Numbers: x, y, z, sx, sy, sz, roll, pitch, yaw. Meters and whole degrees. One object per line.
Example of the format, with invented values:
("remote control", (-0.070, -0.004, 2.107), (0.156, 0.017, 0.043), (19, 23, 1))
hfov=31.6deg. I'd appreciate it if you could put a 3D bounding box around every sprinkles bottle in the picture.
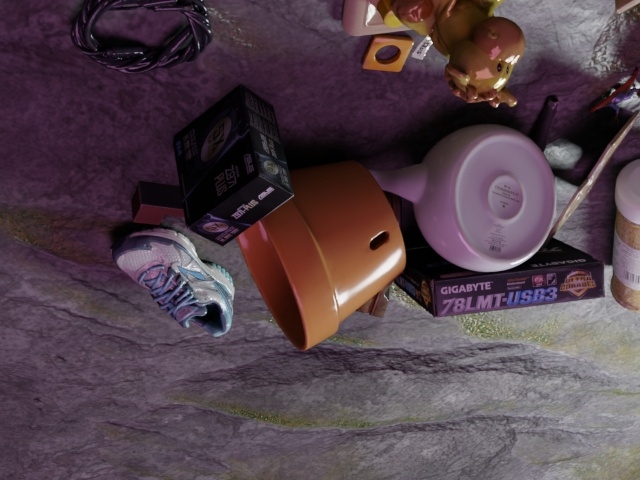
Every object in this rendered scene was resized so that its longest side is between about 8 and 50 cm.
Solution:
("sprinkles bottle", (0.600, -0.002, 2.083), (0.121, 0.121, 0.355), (-15, 145, 2))

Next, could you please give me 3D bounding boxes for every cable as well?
("cable", (-0.239, -0.282, 1.504), (0.185, 0.047, 0.150), (-12, 149, -7))

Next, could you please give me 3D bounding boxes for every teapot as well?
("teapot", (0.245, -0.067, 1.827), (0.252, 0.187, 0.256), (-37, 107, -24))

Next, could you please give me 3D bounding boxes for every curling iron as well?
("curling iron", (0.342, -0.134, 1.893), (0.068, 0.035, 0.274), (0, 142, -18))

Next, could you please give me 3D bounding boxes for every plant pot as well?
("plant pot", (0.000, 0.000, 1.783), (0.203, 0.291, 0.291), (-25, 146, -13))

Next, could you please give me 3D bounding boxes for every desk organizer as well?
("desk organizer", (-0.233, -0.053, 1.804), (0.130, 0.047, 0.050), (7, 142, -26))

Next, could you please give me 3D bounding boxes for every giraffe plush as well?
("giraffe plush", (0.197, -0.265, 1.480), (0.181, 0.170, 0.210), (-7, 141, -21))

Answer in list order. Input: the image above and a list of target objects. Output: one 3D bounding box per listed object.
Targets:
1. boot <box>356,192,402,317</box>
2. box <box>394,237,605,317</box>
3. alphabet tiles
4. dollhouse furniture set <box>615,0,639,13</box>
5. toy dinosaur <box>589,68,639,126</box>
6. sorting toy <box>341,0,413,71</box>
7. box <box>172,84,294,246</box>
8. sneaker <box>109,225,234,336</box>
("boot", (0.079, 0.026, 1.974), (0.115, 0.112, 0.305), (10, 139, -2))
("box", (0.296, 0.055, 1.947), (0.296, 0.293, 0.073), (-7, 99, -7))
("alphabet tiles", (0.452, -0.107, 1.877), (0.198, 0.009, 0.237), (-43, 164, -39))
("dollhouse furniture set", (0.413, -0.493, 1.341), (0.362, 0.256, 0.394), (14, 157, -32))
("toy dinosaur", (0.473, -0.232, 1.821), (0.082, 0.047, 0.090), (-9, 112, 8))
("sorting toy", (0.135, -0.345, 1.530), (0.196, 0.047, 0.347), (-6, 144, -11))
("box", (-0.130, -0.108, 1.648), (0.147, 0.180, 0.077), (-34, 139, 26))
("sneaker", (-0.237, 0.074, 1.909), (0.110, 0.122, 0.283), (-31, 140, 23))
